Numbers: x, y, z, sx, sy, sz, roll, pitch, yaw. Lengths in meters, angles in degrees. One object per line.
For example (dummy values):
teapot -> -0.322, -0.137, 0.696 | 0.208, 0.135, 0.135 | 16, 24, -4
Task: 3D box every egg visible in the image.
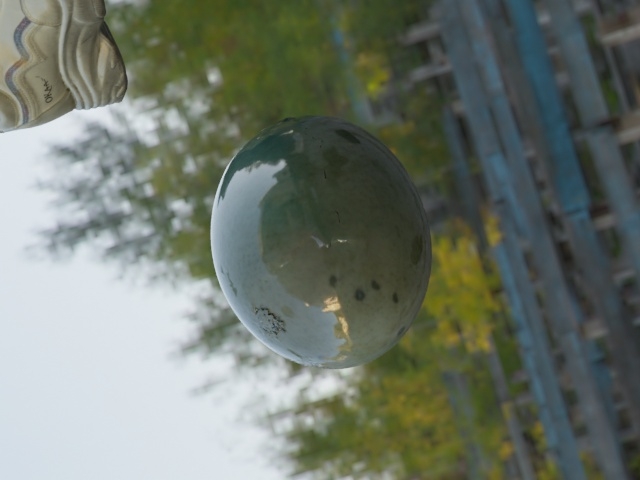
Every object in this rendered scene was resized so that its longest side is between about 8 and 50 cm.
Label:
egg -> 0.000, 0.000, 1.329 | 0.236, 0.169, 0.169 | -111, -1, -56

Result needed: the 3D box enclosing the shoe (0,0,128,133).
shoe -> -0.330, -0.225, 1.761 | 0.132, 0.210, 0.342 | 57, 168, 33
